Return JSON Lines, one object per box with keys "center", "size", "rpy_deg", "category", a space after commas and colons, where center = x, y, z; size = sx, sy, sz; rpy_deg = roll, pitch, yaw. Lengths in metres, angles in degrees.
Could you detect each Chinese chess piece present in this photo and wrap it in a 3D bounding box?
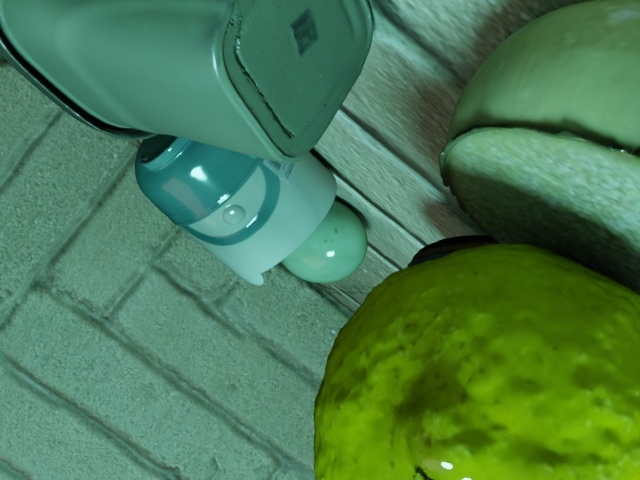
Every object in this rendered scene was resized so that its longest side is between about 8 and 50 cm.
{"center": [0.214, -0.036, 0.479], "size": [0.270, 0.112, 0.270], "rpy_deg": [34, 170, 7], "category": "Chinese chess piece"}

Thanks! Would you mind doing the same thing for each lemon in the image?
{"center": [0.130, 0.133, 0.504], "size": [0.268, 0.268, 0.322], "rpy_deg": [32, -171, 20], "category": "lemon"}

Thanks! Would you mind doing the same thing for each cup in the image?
{"center": [-0.134, -0.112, 1.076], "size": [0.258, 0.219, 0.289], "rpy_deg": [43, -160, -30], "category": "cup"}

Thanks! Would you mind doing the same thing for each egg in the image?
{"center": [0.000, 0.000, 1.234], "size": [0.149, 0.149, 0.192], "rpy_deg": [43, 168, -34], "category": "egg"}

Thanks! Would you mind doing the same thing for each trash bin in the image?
{"center": [-0.110, -0.193, 0.610], "size": [0.250, 0.219, 0.219], "rpy_deg": [21, 164, 32], "category": "trash bin"}

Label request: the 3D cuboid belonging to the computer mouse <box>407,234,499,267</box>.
{"center": [0.253, 0.073, 0.831], "size": [0.323, 0.116, 0.183], "rpy_deg": [21, 162, 32], "category": "computer mouse"}
